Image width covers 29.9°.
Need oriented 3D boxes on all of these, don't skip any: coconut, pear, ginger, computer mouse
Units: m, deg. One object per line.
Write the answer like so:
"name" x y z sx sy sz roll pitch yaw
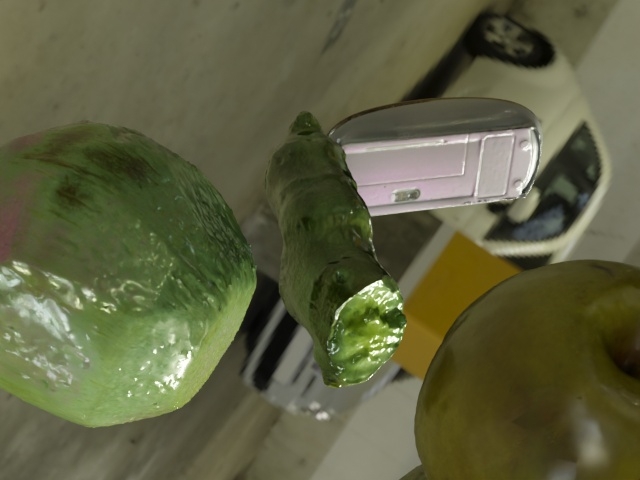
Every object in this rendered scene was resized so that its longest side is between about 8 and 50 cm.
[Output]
"coconut" -0.165 0.014 0.815 0.236 0.236 0.205 -51 171 -37
"pear" 0.116 0.088 0.561 0.149 0.149 0.162 -50 174 -42
"ginger" 0.000 0.002 1.002 0.089 0.290 0.137 -16 138 -4
"computer mouse" 0.110 -0.082 1.235 0.056 0.245 0.126 -115 -159 -52

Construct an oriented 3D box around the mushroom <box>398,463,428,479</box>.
"mushroom" 0.162 0.377 1.515 0.292 0.217 0.212 -48 161 -5
